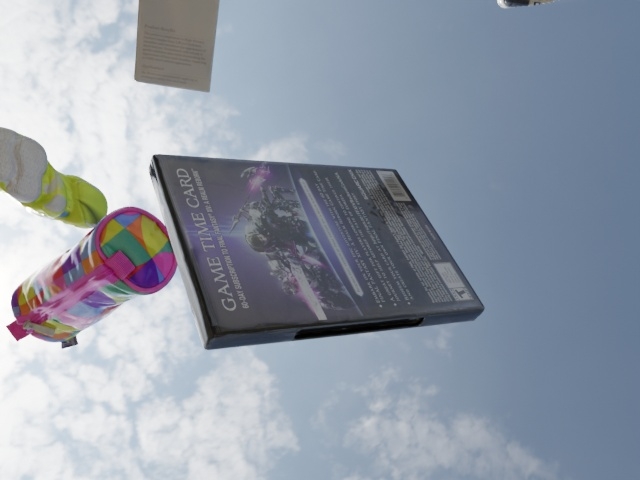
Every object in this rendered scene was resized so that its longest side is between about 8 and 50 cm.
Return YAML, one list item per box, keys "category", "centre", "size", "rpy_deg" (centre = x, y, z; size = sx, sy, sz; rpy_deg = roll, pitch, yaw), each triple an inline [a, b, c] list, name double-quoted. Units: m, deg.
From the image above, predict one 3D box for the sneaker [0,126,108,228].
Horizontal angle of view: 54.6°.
- category: "sneaker"
  centre: [-0.444, -0.084, 0.935]
  size: [0.126, 0.240, 0.091]
  rpy_deg: [1, -118, 32]

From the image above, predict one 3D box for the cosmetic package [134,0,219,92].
- category: "cosmetic package"
  centre: [-0.209, -0.346, 0.921]
  size: [0.117, 0.085, 0.231]
  rpy_deg: [7, -68, -13]

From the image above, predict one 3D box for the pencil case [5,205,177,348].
- category: "pencil case"
  centre: [-0.260, 0.048, 0.697]
  size: [0.236, 0.104, 0.104]
  rpy_deg: [-29, -105, 38]

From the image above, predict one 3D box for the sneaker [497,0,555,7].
- category: "sneaker"
  centre: [0.333, -0.419, 0.839]
  size: [0.235, 0.094, 0.153]
  rpy_deg: [-22, -68, 0]

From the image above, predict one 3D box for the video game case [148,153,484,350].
- category: "video game case"
  centre: [0.000, 0.000, 0.567]
  size: [0.026, 0.274, 0.196]
  rpy_deg: [-61, -137, 40]
